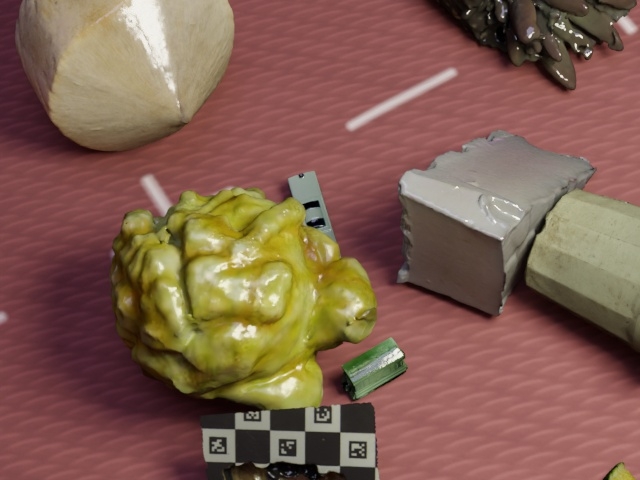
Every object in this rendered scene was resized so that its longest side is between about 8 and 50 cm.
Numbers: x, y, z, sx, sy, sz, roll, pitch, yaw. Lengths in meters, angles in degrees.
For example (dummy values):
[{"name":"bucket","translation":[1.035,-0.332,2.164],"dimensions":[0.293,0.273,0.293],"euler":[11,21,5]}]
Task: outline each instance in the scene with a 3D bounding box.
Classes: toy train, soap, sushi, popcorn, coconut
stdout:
[{"name":"toy train","translation":[0.000,0.000,1.929],"dimensions":[0.043,0.047,0.208],"euler":[-16,60,-1]},{"name":"soap","translation":[0.234,-0.079,1.825],"dimensions":[0.159,0.258,0.302],"euler":[25,67,20]},{"name":"sushi","translation":[-0.032,0.289,1.751],"dimensions":[0.215,0.050,0.192],"euler":[-4,102,5]},{"name":"popcorn","translation":[-0.119,0.065,1.768],"dimensions":[0.335,0.279,0.275],"euler":[17,91,55]},{"name":"coconut","translation":[-0.270,-0.266,1.978],"dimensions":[0.328,0.329,0.329],"euler":[-3,61,5]},{"name":"toy train","translation":[0.069,0.166,1.824],"dimensions":[0.093,0.056,0.038],"euler":[-29,64,-8]}]

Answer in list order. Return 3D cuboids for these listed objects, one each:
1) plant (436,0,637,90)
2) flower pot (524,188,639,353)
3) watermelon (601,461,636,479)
[{"name":"plant","translation":[0.284,-0.356,2.025],"dimensions":[0.181,0.194,0.320],"euler":[-45,61,-3]},{"name":"flower pot","translation":[0.384,0.031,1.785],"dimensions":[0.202,0.212,0.212],"euler":[28,68,27]},{"name":"watermelon","translation":[0.374,0.365,1.695],"dimensions":[0.092,0.075,0.181],"euler":[-4,50,-48]}]
